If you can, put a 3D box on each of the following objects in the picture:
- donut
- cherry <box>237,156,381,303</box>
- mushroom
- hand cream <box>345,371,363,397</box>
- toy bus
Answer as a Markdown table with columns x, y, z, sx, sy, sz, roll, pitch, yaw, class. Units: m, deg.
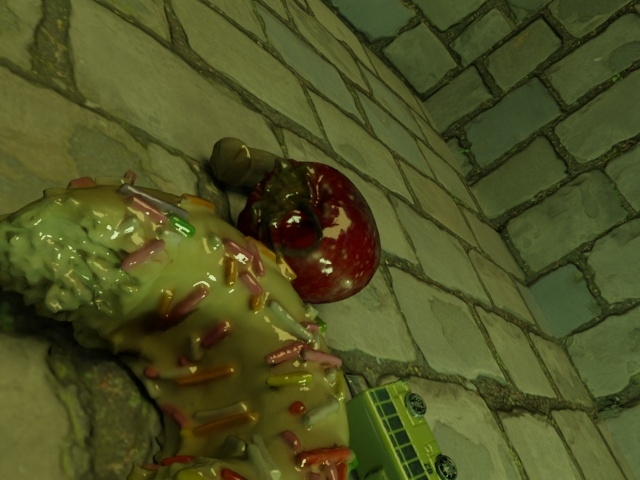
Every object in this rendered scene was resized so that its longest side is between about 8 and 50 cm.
| x | y | z | sx | sy | sz | roll | pitch | yaw | class |
| --- | --- | --- | --- | --- | --- | --- | --- | --- | --- |
| -0.100 | 0.117 | 0.465 | 0.307 | 0.150 | 0.371 | 14 | 45 | -57 | donut |
| 0.000 | 0.000 | 0.775 | 0.250 | 0.175 | 0.192 | 29 | 20 | -49 | cherry |
| -0.073 | -0.088 | 0.877 | 0.081 | 0.092 | 0.223 | 16 | -16 | 46 | mushroom |
| 0.058 | 0.228 | 0.787 | 0.030 | 0.019 | 0.093 | 25 | 31 | -46 | hand cream |
| 0.094 | 0.268 | 0.690 | 0.101 | 0.088 | 0.175 | -1 | 54 | -39 | toy bus |
